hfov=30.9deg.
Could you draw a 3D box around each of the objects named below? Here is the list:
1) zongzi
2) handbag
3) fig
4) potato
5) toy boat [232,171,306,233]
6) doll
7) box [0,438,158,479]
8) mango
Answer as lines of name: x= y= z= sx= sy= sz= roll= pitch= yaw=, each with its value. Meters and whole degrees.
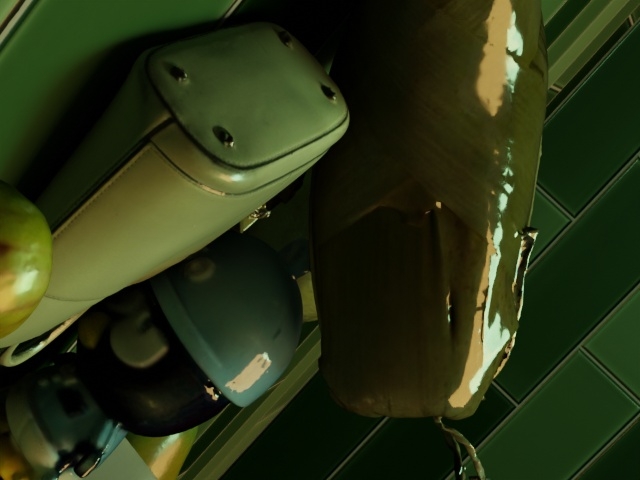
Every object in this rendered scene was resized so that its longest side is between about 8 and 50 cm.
zongzi: x=0.076 y=-0.012 z=0.820 sx=0.418 sy=0.181 sz=0.447 roll=84 pitch=11 yaw=-75
handbag: x=-0.140 y=-0.017 z=0.801 sx=0.315 sy=0.109 sz=0.241 roll=-36 pitch=176 yaw=32
fig: x=-0.209 y=-0.005 z=0.561 sx=0.166 sy=0.093 sz=0.093 roll=24 pitch=116 yaw=-38
potato: x=0.000 y=0.000 z=1.205 sx=0.177 sy=0.160 sz=0.235 roll=-19 pitch=180 yaw=-11
toy boat: x=-0.045 y=-0.066 z=0.947 sx=0.064 sy=0.072 sz=0.206 roll=-43 pitch=171 yaw=-29
doll: x=-0.136 y=0.093 z=0.969 sx=0.314 sy=0.141 sz=0.177 roll=-33 pitch=-145 yaw=1
box: x=-0.267 y=0.257 z=1.083 sx=0.233 sy=0.067 sz=0.149 roll=-18 pitch=-157 yaw=53
mango: x=-0.247 y=0.313 z=1.540 sx=0.251 sy=0.114 sz=0.156 roll=-48 pitch=163 yaw=19
